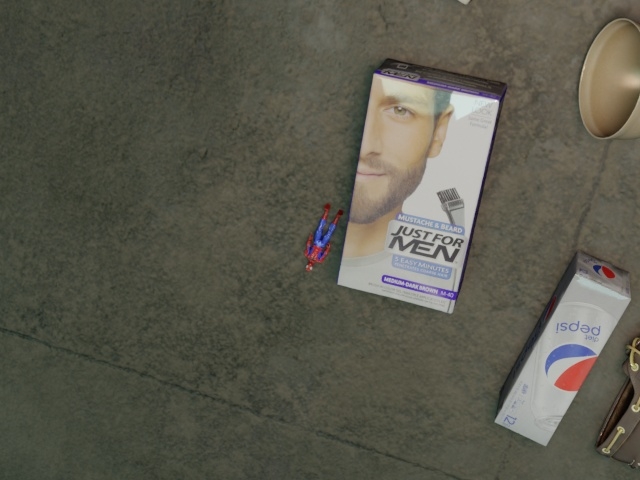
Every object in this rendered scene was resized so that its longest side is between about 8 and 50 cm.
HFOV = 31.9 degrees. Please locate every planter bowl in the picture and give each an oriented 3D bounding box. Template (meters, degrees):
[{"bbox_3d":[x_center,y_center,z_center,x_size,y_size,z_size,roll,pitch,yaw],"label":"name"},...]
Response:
[{"bbox_3d":[0.436,-0.208,1.506,0.109,0.162,0.162,7,117,-18],"label":"planter bowl"}]

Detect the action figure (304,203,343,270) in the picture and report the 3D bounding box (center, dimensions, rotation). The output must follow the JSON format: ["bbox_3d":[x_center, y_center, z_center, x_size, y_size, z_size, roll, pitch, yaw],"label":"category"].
[{"bbox_3d":[0.000,0.000,1.767,0.038,0.030,0.115,22,118,0],"label":"action figure"}]

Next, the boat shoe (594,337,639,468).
[{"bbox_3d":[0.496,0.203,1.673,0.096,0.117,0.325,13,120,6],"label":"boat shoe"}]

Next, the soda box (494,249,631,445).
[{"bbox_3d":[0.365,0.165,1.699,0.091,0.098,0.286,25,115,4],"label":"soda box"}]

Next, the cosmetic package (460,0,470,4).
[{"bbox_3d":[0.226,-0.472,1.444,0.129,0.153,0.296,33,115,1],"label":"cosmetic package"}]

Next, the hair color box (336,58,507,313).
[{"bbox_3d":[0.146,-0.079,1.652,0.185,0.110,0.339,13,113,10],"label":"hair color box"}]
